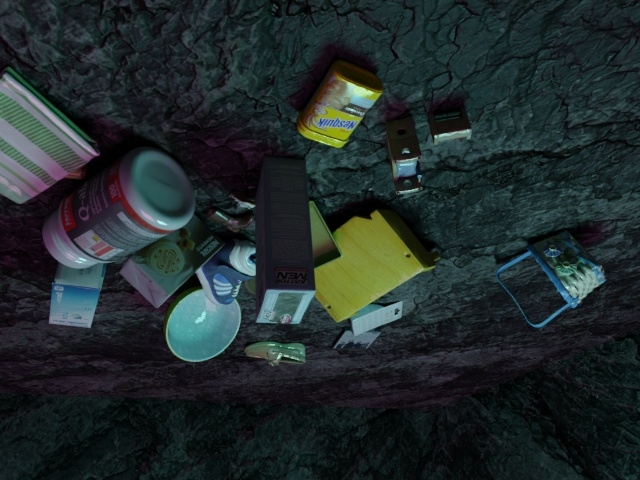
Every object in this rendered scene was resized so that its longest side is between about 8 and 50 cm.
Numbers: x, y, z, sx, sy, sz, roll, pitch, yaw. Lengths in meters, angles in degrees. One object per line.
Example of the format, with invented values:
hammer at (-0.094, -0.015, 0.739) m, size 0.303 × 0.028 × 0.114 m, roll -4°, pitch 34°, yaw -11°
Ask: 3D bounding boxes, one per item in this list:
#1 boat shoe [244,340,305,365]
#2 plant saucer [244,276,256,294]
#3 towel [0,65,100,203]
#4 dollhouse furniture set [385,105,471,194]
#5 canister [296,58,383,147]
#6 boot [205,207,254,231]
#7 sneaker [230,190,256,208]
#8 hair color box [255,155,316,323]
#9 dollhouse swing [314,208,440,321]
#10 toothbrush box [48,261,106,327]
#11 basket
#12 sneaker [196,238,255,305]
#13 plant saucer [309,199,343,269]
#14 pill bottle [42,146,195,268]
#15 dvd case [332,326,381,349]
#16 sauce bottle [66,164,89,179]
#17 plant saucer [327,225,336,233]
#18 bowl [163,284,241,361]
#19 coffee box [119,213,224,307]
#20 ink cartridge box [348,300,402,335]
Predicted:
boat shoe at (-0.220, 0.555, 2.340) m, size 0.302 × 0.098 × 0.109 m, roll 5°, pitch 147°, yaw -15°
plant saucer at (-0.134, 0.140, 1.735) m, size 0.277 × 0.041 × 0.278 m, roll -4°, pitch 149°, yaw -2°
towel at (-0.678, -0.211, 1.061) m, size 0.324 × 0.038 × 0.248 m, roll -21°, pitch 134°, yaw 25°
dollhouse furniture set at (0.257, -0.208, 1.135) m, size 0.183 × 0.129 × 0.129 m, roll -9°, pitch 148°, yaw 7°
canister at (0.040, -0.290, 1.031) m, size 0.126 × 0.073 × 0.170 m, roll 12°, pitch 143°, yaw -26°
boot at (-0.263, -0.070, 1.388) m, size 0.106 × 0.037 × 0.114 m, roll -31°, pitch 135°, yaw 32°
sneaker at (-0.218, -0.108, 1.331) m, size 0.083 × 0.032 × 0.037 m, roll 25°, pitch 139°, yaw -37°
hair color box at (-0.096, -0.004, 1.187) m, size 0.113 × 0.375 × 0.185 m, roll 4°, pitch 148°, yaw -13°
dollhouse swing at (0.172, 0.056, 1.570) m, size 0.347 × 0.305 × 0.315 m, roll -37°, pitch 94°, yaw 29°
toothbrush box at (-0.719, 0.106, 1.439) m, size 0.126 × 0.216 × 0.295 m, roll 13°, pitch 144°, yaw -25°
basket at (0.772, 0.120, 1.630) m, size 0.289 × 0.255 × 0.201 m, roll -43°, pitch 136°, yaw 20°
sneaker at (-0.262, 0.113, 1.583) m, size 0.236 × 0.130 × 0.323 m, roll -3°, pitch 142°, yaw 9°
plant saucer at (-0.043, -0.006, 1.428) m, size 0.188 × 0.188 × 0.045 m, roll -25°, pitch -173°, yaw 30°
pill bottle at (-0.506, -0.066, 1.193) m, size 0.363 × 0.210 × 0.210 m, roll -23°, pitch 144°, yaw 27°
dvd case at (0.172, 0.475, 2.325) m, size 0.179 × 0.030 × 0.239 m, roll 4°, pitch 147°, yaw -13°
sauce bottle at (-0.631, -0.174, 1.164) m, size 0.128 × 0.042 × 0.042 m, roll 7°, pitch 146°, yaw -16°
plant saucer at (0.000, 0.000, 1.536) m, size 0.168 × 0.029 × 0.168 m, roll -3°, pitch 148°, yaw -2°
bowl at (-0.458, 0.283, 1.786) m, size 0.289 × 0.289 × 0.156 m, roll 27°, pitch 179°, yaw -41°
coffee box at (-0.402, 0.048, 1.324) m, size 0.141 × 0.246 × 0.098 m, roll 46°, pitch 133°, yaw -5°
ink cartridge box at (0.237, 0.322, 2.088) m, size 0.232 × 0.066 × 0.189 m, roll -24°, pitch 149°, yaw -8°
